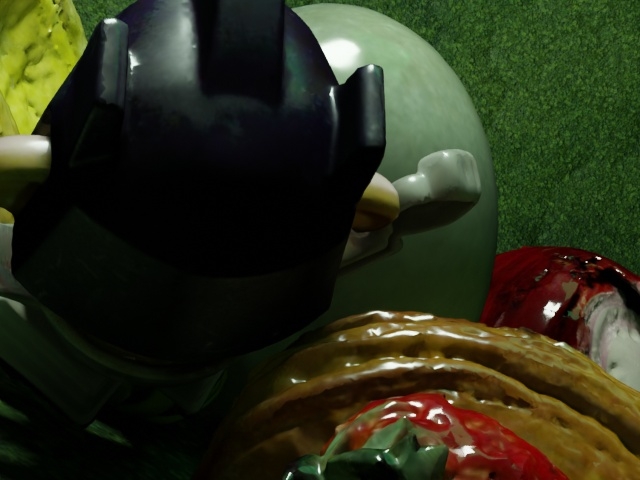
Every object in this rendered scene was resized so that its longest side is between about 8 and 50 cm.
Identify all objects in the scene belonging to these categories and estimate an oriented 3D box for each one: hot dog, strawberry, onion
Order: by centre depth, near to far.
[{"bbox_3d":[0.037,0.122,0.390,0.131,0.131,0.148,30,-7,38],"label":"strawberry"},{"bbox_3d":[0.079,0.138,0.508,0.272,0.122,0.196,27,-45,2],"label":"hot dog"},{"bbox_3d":[0.241,0.160,1.248,0.341,0.341,0.341,31,-1,1],"label":"onion"}]

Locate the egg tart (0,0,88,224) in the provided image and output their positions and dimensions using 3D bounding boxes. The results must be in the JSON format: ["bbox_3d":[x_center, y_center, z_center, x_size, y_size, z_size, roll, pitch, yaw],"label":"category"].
[{"bbox_3d":[-0.259,-0.092,0.923,0.345,0.132,0.345,-15,90,-87],"label":"egg tart"}]

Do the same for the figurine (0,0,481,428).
[{"bbox_3d":[-0.067,-0.006,0.540,0.143,0.308,0.308,63,5,10],"label":"figurine"}]

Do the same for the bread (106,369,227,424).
[{"bbox_3d":[-0.125,0.064,0.721,0.139,0.071,0.130,30,-4,-5],"label":"bread"}]

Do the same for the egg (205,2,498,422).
[{"bbox_3d":[0.000,0.000,0.843,0.258,0.352,0.258,1,30,-1],"label":"egg"}]
